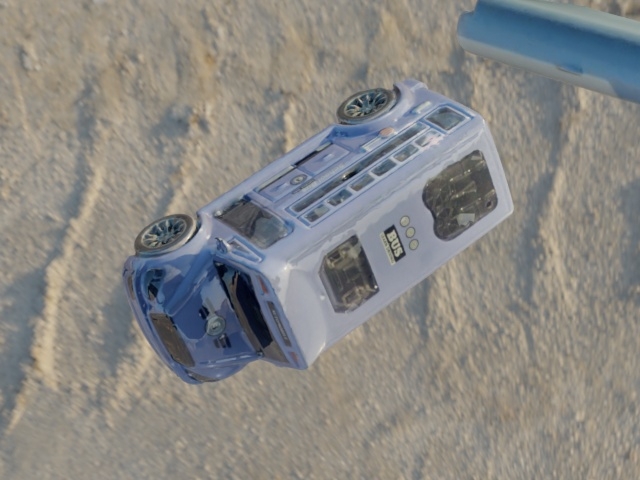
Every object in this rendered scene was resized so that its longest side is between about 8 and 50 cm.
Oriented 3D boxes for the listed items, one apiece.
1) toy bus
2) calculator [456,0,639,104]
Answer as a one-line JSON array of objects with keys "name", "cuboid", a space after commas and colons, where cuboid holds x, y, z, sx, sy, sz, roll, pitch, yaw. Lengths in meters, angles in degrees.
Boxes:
[{"name": "toy bus", "cuboid": [0.000, 0.000, 0.578, 0.167, 0.073, 0.076, -35, 35, -18]}, {"name": "calculator", "cuboid": [0.172, -0.100, 0.729, 0.210, 0.121, 0.039, 26, 112, 43]}]
